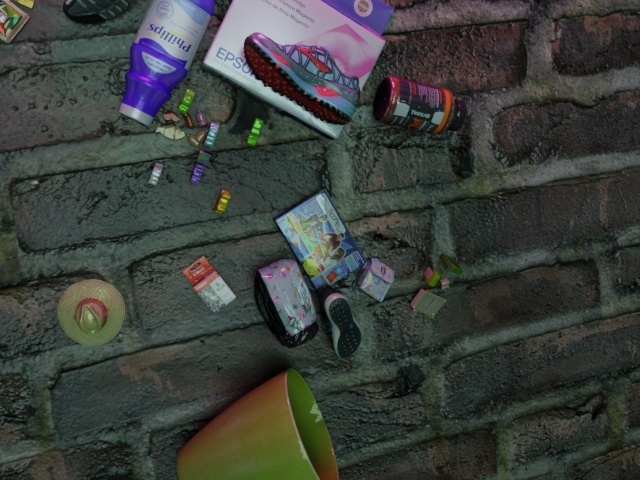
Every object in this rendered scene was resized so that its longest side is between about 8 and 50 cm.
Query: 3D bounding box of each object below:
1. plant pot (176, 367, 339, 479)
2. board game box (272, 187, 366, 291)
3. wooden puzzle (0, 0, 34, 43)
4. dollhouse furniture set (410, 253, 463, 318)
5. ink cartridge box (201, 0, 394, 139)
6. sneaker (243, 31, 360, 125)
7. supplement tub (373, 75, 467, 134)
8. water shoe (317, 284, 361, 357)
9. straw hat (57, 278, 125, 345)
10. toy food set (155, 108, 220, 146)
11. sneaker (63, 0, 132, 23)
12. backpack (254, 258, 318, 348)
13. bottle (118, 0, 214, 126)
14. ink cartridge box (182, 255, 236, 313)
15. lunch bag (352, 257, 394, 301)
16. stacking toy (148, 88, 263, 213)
[{"bbox_3d":[-0.147,0.460,1.244,0.293,0.275,0.275,-24,105,5],"label":"plant pot"},{"bbox_3d":[0.000,0.000,1.313,0.136,0.035,0.201,-32,106,-9],"label":"board game box"},{"bbox_3d":[-0.600,-0.422,1.087,0.078,0.014,0.116,31,90,-18],"label":"wooden puzzle"},{"bbox_3d":[0.281,0.110,1.417,0.076,0.059,0.152,23,111,-25],"label":"dollhouse furniture set"},{"bbox_3d":[-0.035,-0.434,1.220,0.323,0.071,0.330,25,92,-18],"label":"ink cartridge box"},{"bbox_3d":[-0.033,-0.345,1.162,0.261,0.104,0.125,31,74,-23],"label":"sneaker"},{"bbox_3d":[0.227,-0.298,1.294,0.197,0.106,0.106,8,96,-16],"label":"supplement tub"},{"bbox_3d":[0.043,0.185,1.339,0.072,0.080,0.203,-24,130,-15],"label":"water shoe"},{"bbox_3d":[-0.473,0.157,1.189,0.144,0.061,0.145,-2,100,-15],"label":"straw hat"},{"bbox_3d":[-0.276,-0.241,1.206,0.122,0.019,0.078,18,93,-13],"label":"toy food set"},{"bbox_3d":[-0.401,-0.520,1.105,0.228,0.086,0.132,-26,72,10],"label":"sneaker"},{"bbox_3d":[-0.075,0.133,1.268,0.115,0.152,0.182,-23,92,-17],"label":"backpack"},{"bbox_3d":[-0.312,-0.368,1.136,0.118,0.092,0.283,24,91,-19],"label":"bottle"},{"bbox_3d":[-0.244,0.097,1.261,0.062,0.029,0.115,-37,107,-7],"label":"ink cartridge box"},{"bbox_3d":[0.129,0.090,1.356,0.071,0.053,0.083,35,79,-19],"label":"lunch bag"},{"bbox_3d":[-0.238,-0.181,1.191,0.166,0.052,0.221,22,104,-19],"label":"stacking toy"}]
